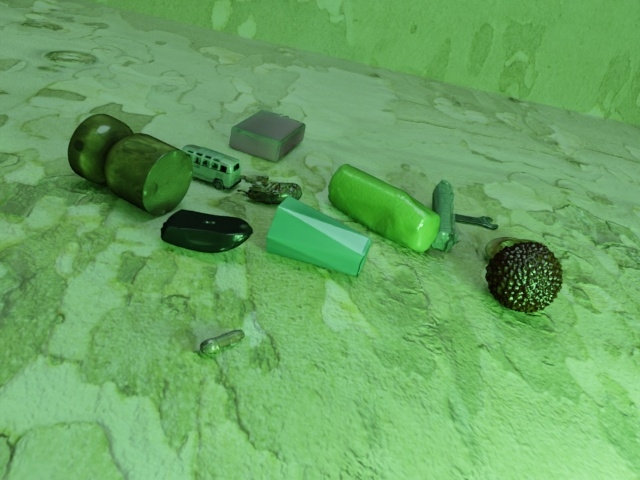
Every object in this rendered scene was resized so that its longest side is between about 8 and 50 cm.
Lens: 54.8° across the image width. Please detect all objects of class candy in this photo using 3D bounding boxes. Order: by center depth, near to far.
[{"bbox_3d":[0.173,-0.097,1.733,0.343,0.142,0.132,34,21,30],"label":"candy"}]

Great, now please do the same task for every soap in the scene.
[{"bbox_3d":[-0.176,-0.359,2.102,0.181,0.081,0.259,18,30,10],"label":"soap"}]

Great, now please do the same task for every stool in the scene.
[{"bbox_3d":[-0.480,-0.193,1.565,0.264,0.179,0.179,26,31,22],"label":"stool"}]

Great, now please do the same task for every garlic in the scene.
[{"bbox_3d":[0.547,0.031,1.721,0.174,0.099,0.124,11,14,-4],"label":"garlic"}]

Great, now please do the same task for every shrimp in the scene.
[{"bbox_3d":[-0.144,-0.138,1.737,0.190,0.075,0.073,-3,64,-11],"label":"shrimp"}]

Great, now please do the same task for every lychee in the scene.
[{"bbox_3d":[0.501,0.094,1.508,0.188,0.188,0.188,11,29,-6],"label":"lychee"}]

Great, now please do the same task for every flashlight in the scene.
[{"bbox_3d":[-0.186,0.193,1.163,0.110,0.052,0.031,-13,74,-50],"label":"flashlight"}]

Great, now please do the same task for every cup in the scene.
[{"bbox_3d":[0.000,0.000,1.488,0.236,0.134,0.148,21,32,11],"label":"cup"}]

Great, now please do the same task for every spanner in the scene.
[{"bbox_3d":[0.413,-0.071,1.921,0.302,0.017,0.071,8,33,-13],"label":"spanner"}]

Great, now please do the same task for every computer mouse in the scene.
[{"bbox_3d":[-0.267,-0.015,1.453,0.217,0.073,0.122,10,26,5],"label":"computer mouse"}]

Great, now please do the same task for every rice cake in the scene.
[{"bbox_3d":[0.366,-0.084,1.843,0.063,0.066,0.336,23,34,-6],"label":"rice cake"}]

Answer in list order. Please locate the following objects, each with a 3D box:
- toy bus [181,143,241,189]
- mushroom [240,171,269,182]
[{"bbox_3d":[-0.322,-0.215,1.770,0.194,0.089,0.087,20,29,12],"label":"toy bus"},{"bbox_3d":[-0.205,-0.190,1.849,0.101,0.019,0.049,6,29,-10],"label":"mushroom"}]
